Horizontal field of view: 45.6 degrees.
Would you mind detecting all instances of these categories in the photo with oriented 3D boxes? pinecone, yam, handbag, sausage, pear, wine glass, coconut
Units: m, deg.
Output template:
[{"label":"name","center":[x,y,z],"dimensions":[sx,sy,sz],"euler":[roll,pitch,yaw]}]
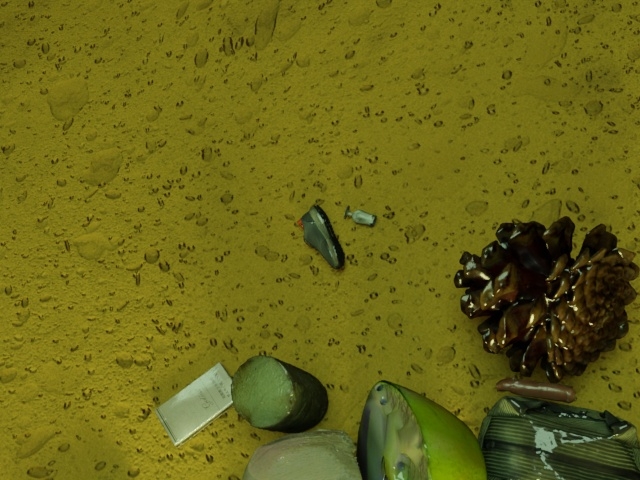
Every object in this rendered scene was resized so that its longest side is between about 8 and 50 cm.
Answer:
[{"label":"pinecone","center":[0.450,0.100,1.621],"dimensions":[0.384,0.384,0.385],"euler":[-6,64,11]},{"label":"yam","center":[-0.089,0.345,1.685],"dimensions":[0.161,0.268,0.161],"euler":[-5,74,17]},{"label":"handbag","center":[0.474,0.433,1.508],"dimensions":[0.340,0.240,0.247],"euler":[8,71,16]},{"label":"sausage","center":[0.434,0.303,1.543],"dimensions":[0.157,0.042,0.036],"euler":[4,26,15]},{"label":"pear","center":[0.207,0.475,1.516],"dimensions":[0.165,0.399,0.399],"euler":[4,63,-14]},{"label":"wine glass","center":[0.104,-0.062,1.951],"dimensions":[0.083,0.042,0.039],"euler":[16,108,17]},{"label":"coconut","center":[-0.037,0.538,1.545],"dimensions":[0.254,0.297,0.297],"euler":[-8,63,-3]}]

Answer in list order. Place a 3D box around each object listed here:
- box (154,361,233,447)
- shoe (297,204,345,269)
[{"label":"box","center":[-0.293,0.394,1.833],"dimensions":[0.198,0.029,0.109],"euler":[-36,62,-6]},{"label":"shoe","center":[0.000,0.001,1.931],"dimensions":[0.077,0.074,0.195],"euler":[-30,58,12]}]
